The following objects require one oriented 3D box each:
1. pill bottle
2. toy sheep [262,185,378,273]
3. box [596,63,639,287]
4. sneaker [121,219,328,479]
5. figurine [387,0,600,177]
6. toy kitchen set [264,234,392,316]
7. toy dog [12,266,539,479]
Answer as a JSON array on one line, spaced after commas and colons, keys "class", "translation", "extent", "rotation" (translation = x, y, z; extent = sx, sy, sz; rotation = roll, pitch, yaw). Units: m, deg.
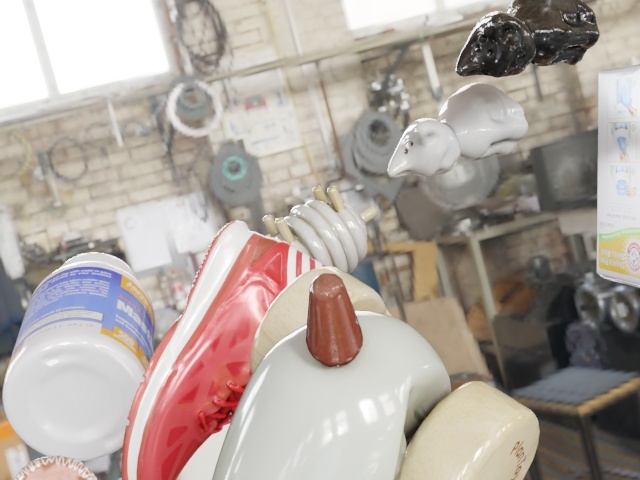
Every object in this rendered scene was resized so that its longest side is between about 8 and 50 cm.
[{"class": "pill bottle", "translation": [-0.266, 0.115, 1.166], "extent": [0.152, 0.152, 0.272], "rotation": [-15, 24, -1]}, {"class": "toy sheep", "translation": [0.000, 0.000, 0.958], "extent": [0.132, 0.091, 0.091], "rotation": [-30, 9, -16]}, {"class": "box", "translation": [0.335, -0.061, 0.963], "extent": [0.114, 0.203, 0.103], "rotation": [-1, 6, -13]}, {"class": "sneaker", "translation": [-0.055, 0.104, 0.760], "extent": [0.128, 0.221, 0.087], "rotation": [20, -5, 11]}, {"class": "figurine", "translation": [0.167, -0.155, 1.045], "extent": [0.209, 0.092, 0.215], "rotation": [-26, -25, -54]}, {"class": "toy kitchen set", "translation": [-0.031, 0.098, 1.490], "extent": [0.122, 0.207, 0.166], "rotation": [-19, -24, -46]}, {"class": "toy dog", "translation": [-0.039, 0.140, 0.480], "extent": [0.220, 0.161, 0.334], "rotation": [9, 60, 28]}]
